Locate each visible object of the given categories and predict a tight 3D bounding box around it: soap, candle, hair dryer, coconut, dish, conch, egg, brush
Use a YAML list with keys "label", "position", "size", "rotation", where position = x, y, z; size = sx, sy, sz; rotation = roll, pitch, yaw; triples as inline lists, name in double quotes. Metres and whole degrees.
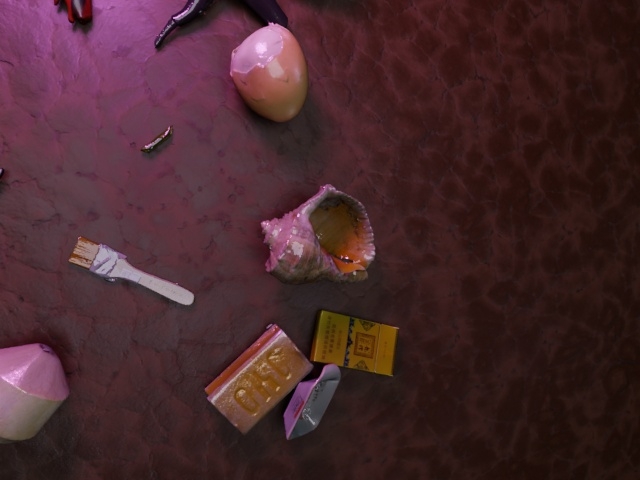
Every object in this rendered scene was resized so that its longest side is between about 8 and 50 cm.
- label: "soap"
  position: [-0.174, 0.395, 1.364]
  size: [0.274, 0.089, 0.173]
  rotation: [-43, 109, -12]
- label: "candle"
  position: [-0.591, -0.680, 1.147]
  size: [0.084, 0.059, 0.302]
  rotation: [3, 95, -32]
- label: "hair dryer"
  position: [-0.288, -0.607, 1.263]
  size: [0.359, 0.120, 0.304]
  rotation: [-43, 121, -1]
- label: "coconut"
  position: [-0.702, 0.345, 1.113]
  size: [0.202, 0.202, 0.222]
  rotation: [39, 85, -18]
- label: "dish"
  position: [-0.029, 0.458, 1.396]
  size: [0.154, 0.064, 0.234]
  rotation: [12, 107, -57]
- label: "conch"
  position: [-0.011, -0.007, 1.341]
  size: [0.352, 0.210, 0.297]
  rotation: [26, 93, -43]
- label: "egg"
  position: [-0.128, -0.435, 1.260]
  size: [0.201, 0.201, 0.245]
  rotation: [-29, 113, -16]
- label: "brush"
  position: [-0.488, 0.094, 1.262]
  size: [0.336, 0.020, 0.086]
  rotation: [27, 85, -20]

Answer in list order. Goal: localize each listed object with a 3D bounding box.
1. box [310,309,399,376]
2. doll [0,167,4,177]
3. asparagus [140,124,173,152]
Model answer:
- label: "box"
  position: [0.109, 0.319, 1.467]
  size: [0.278, 0.041, 0.153]
  rotation: [16, 71, -20]
- label: "doll"
  position: [-0.818, -0.086, 1.105]
  size: [0.090, 0.067, 0.220]
  rotation: [18, 86, -10]
- label: "asparagus"
  position: [-0.427, -0.266, 1.255]
  size: [0.108, 0.025, 0.021]
  rotation: [-44, 97, -12]
